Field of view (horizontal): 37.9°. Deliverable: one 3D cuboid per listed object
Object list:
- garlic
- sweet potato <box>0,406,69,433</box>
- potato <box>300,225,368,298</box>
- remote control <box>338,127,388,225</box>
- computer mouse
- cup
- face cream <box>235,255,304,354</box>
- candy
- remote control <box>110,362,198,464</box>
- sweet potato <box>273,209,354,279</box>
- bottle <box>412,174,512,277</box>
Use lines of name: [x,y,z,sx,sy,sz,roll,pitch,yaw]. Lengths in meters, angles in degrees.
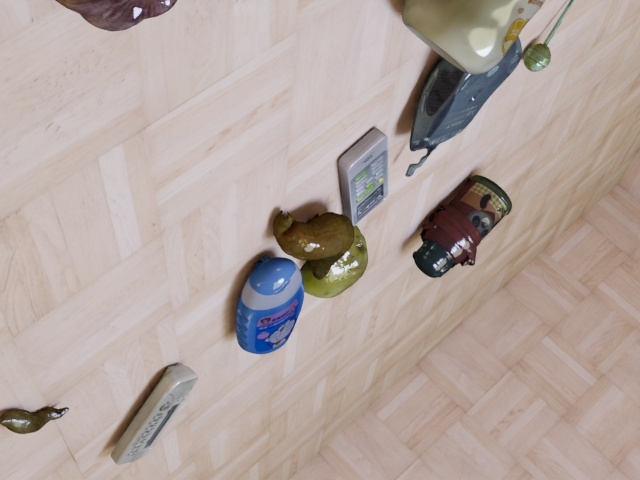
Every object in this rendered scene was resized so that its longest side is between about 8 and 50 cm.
garlic: [-0.171,-0.259,0.844,0.159,0.102,0.147,-43,161,-8]
sweet potato: [-0.442,0.275,1.418,0.041,0.038,0.153,-28,167,15]
potato: [0.031,0.054,1.890,0.120,0.081,0.149,-21,148,-54]
remote control: [0.083,-0.115,1.740,0.103,0.034,0.250,-41,160,-14]
computer mouse: [0.230,-0.255,1.702,0.167,0.090,0.379,-21,155,-41]
cup: [0.222,-0.379,1.399,0.173,0.255,0.202,33,101,-27]
face cream: [-0.094,0.117,1.752,0.149,0.083,0.264,-33,156,-24]
candy: [0.489,-0.442,1.935,0.202,0.061,0.061,-60,158,11]
remote control: [-0.315,0.328,1.756,0.230,0.049,0.090,-55,159,21]
sweet potato: [0.002,-0.002,1.706,0.124,0.098,0.310,-27,163,7]
bottle: [0.339,-0.021,2.265,0.271,0.156,0.143,-48,167,-11]
